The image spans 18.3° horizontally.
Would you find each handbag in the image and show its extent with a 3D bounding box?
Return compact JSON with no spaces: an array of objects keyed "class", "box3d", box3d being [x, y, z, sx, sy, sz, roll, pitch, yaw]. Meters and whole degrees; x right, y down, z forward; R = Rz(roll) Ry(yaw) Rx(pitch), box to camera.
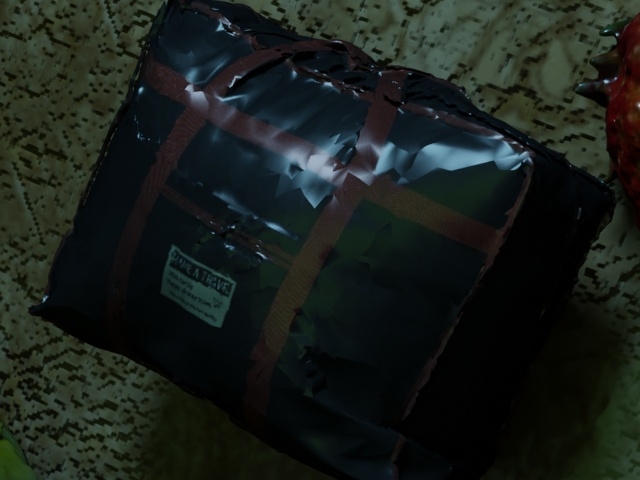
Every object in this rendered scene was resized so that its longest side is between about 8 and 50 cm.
[{"class":"handbag","box3d":[0.000,0.000,0.848,0.215,0.155,0.169,27,96,27]}]

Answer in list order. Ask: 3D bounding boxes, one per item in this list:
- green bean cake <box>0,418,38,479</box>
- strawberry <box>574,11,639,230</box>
[{"class":"green bean cake","box3d":[-0.275,0.118,0.994,0.233,0.124,0.236,-43,72,17]},{"class":"strawberry","box3d":[0.194,-0.043,0.808,0.187,0.082,0.146,20,104,20]}]
